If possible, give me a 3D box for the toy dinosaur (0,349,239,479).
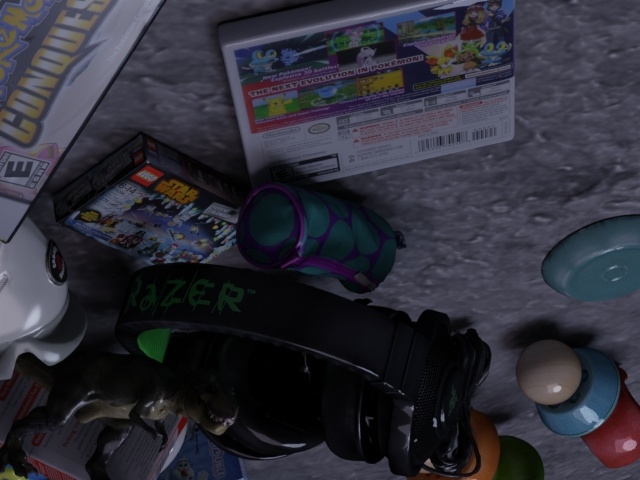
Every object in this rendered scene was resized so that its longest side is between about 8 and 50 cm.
[{"bbox_3d":[-0.181,0.128,1.321,0.268,0.118,0.064,14,180,21],"label":"toy dinosaur"}]

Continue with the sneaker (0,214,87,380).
[{"bbox_3d":[-0.345,0.036,1.248,0.330,0.122,0.146,-14,130,1],"label":"sneaker"}]

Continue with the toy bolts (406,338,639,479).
[{"bbox_3d":[0.196,0.201,1.630,0.228,0.218,0.158,-45,134,12],"label":"toy bolts"}]

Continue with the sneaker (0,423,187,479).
[{"bbox_3d":[-0.233,0.157,1.449,0.240,0.091,0.126,-14,144,26],"label":"sneaker"}]

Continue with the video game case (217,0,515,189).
[{"bbox_3d":[0.038,-0.110,1.238,0.201,0.023,0.183,-12,148,-2],"label":"video game case"}]

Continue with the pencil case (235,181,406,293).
[{"bbox_3d":[0.000,0.000,1.318,0.064,0.070,0.151,-36,155,22],"label":"pencil case"}]

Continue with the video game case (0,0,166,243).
[{"bbox_3d":[-0.234,-0.126,1.044,0.248,0.035,0.275,15,125,-37],"label":"video game case"}]

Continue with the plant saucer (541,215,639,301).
[{"bbox_3d":[0.252,0.021,1.520,0.119,0.021,0.119,-10,147,-7],"label":"plant saucer"}]

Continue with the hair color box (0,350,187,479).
[{"bbox_3d":[-0.199,0.140,1.383,0.167,0.093,0.053,25,159,4],"label":"hair color box"}]

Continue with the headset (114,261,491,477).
[{"bbox_3d":[0.016,0.090,1.409,0.243,0.185,0.394,1,156,39],"label":"headset"}]

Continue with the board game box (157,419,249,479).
[{"bbox_3d":[-0.115,0.189,1.569,0.090,0.090,0.020,-21,151,10],"label":"board game box"}]

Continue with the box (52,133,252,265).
[{"bbox_3d":[-0.117,-0.023,1.304,0.094,0.027,0.137,-33,143,26],"label":"box"}]
